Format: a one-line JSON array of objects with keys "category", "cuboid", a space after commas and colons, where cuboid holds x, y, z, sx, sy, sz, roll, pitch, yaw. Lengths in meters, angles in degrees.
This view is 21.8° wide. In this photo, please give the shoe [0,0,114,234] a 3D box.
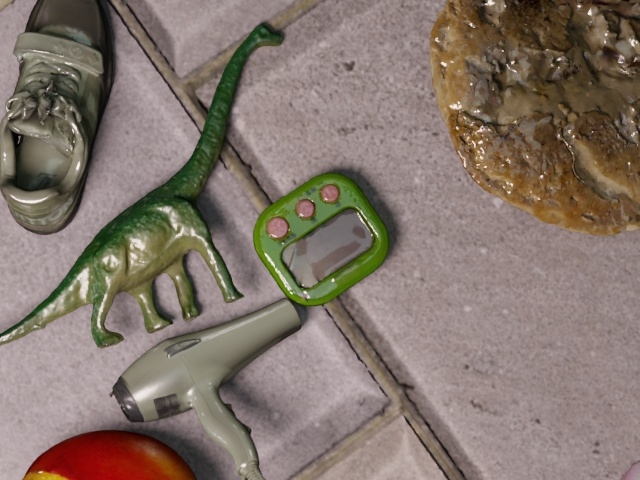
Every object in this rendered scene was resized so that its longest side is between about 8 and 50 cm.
[{"category": "shoe", "cuboid": [-0.289, -0.156, 1.819, 0.109, 0.149, 0.293, 8, 84, -4]}]

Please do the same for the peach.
[{"category": "peach", "cuboid": [-0.221, 0.293, 1.757, 0.192, 0.190, 0.190, 5, 83, -26]}]

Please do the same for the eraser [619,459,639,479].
[{"category": "eraser", "cuboid": [0.378, 0.443, 1.808, 0.272, 0.122, 0.359, 32, 80, -22]}]

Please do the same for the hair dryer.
[{"category": "hair dryer", "cuboid": [-0.084, 0.150, 1.816, 0.225, 0.088, 0.219, 26, 57, 30]}]

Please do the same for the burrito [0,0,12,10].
[{"category": "burrito", "cuboid": [-0.352, -0.362, 1.858, 0.143, 0.105, 0.299, 41, 83, 3]}]

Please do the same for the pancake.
[{"category": "pancake", "cuboid": [0.306, -0.185, 1.914, 0.387, 0.082, 0.387, 3, 78, -12]}]

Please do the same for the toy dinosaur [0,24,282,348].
[{"category": "toy dinosaur", "cuboid": [-0.207, -0.048, 1.848, 0.447, 0.087, 0.301, -18, 87, -15]}]

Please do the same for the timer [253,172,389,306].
[{"category": "timer", "cuboid": [0.000, 0.000, 1.885, 0.140, 0.047, 0.128, -34, 87, -9]}]
